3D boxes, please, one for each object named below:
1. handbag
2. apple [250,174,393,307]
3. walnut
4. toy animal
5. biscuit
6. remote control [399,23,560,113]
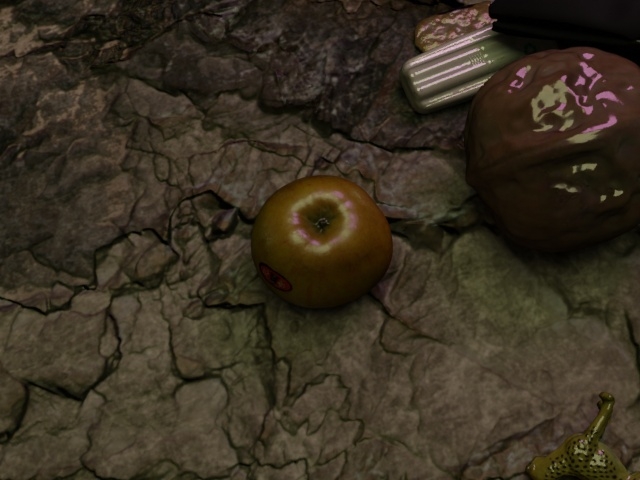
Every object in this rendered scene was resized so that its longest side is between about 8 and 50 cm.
[{"bbox_3d":[0.399,-0.365,1.536,0.287,0.152,0.342,6,42,27],"label":"handbag"},{"bbox_3d":[0.000,0.000,1.419,0.182,0.155,0.183,-1,64,2],"label":"apple"},{"bbox_3d":[0.314,-0.115,1.420,0.273,0.273,0.227,-8,24,-2],"label":"walnut"},{"bbox_3d":[0.358,0.284,1.343,0.181,0.073,0.136,39,81,3],"label":"toy animal"},{"bbox_3d":[0.207,-0.309,1.622,0.147,0.018,0.071,-17,70,-7],"label":"biscuit"},{"bbox_3d":[0.227,-0.254,1.574,0.230,0.049,0.090,-22,82,-8],"label":"remote control"}]
